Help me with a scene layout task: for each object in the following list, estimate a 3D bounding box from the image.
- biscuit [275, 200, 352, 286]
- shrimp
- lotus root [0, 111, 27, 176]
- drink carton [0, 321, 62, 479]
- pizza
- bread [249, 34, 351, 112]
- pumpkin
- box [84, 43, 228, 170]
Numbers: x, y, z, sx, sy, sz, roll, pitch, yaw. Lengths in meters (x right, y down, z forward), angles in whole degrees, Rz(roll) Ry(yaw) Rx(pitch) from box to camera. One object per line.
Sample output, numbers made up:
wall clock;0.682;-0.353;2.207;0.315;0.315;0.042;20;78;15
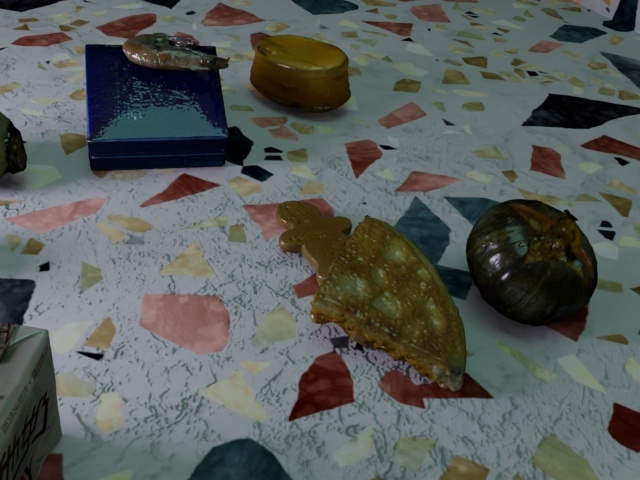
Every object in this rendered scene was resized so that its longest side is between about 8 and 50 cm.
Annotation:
biscuit;0.000;0.001;1.304;0.158;0.035;0.240;-15;42;-31
shrimp;-0.300;-0.396;1.481;0.223;0.048;0.126;8;42;-4
lotus root;-0.716;-0.173;1.317;0.309;0.173;0.173;-3;37;-2
drink carton;-0.395;0.262;0.745;0.132;0.194;0.325;9;36;-1
pizza;0.139;0.094;1.154;0.268;0.087;0.258;28;45;8
bread;-0.050;-0.415;1.765;0.269;0.143;0.195;22;41;21
pumpkin;0.358;0.038;1.217;0.237;0.159;0.238;18;43;-18
box;-0.349;-0.286;1.491;0.278;0.116;0.262;-4;61;-14
